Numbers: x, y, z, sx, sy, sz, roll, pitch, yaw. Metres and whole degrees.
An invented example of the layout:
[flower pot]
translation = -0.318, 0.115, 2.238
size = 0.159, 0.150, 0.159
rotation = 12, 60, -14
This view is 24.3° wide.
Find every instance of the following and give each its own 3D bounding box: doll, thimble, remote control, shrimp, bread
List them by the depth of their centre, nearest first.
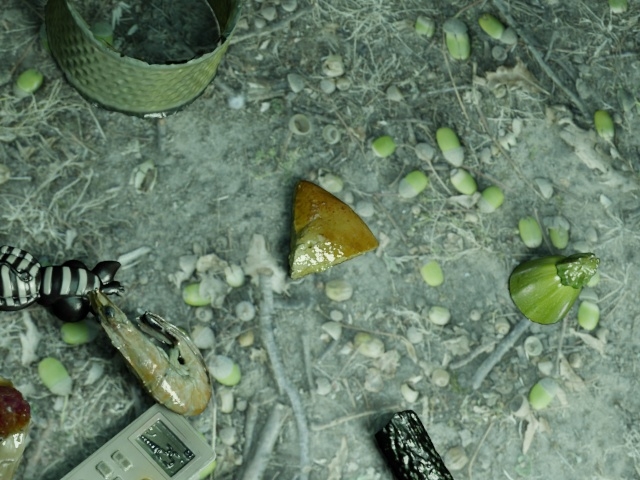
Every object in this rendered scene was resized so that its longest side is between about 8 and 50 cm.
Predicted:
[remote control]
translation = -0.280, 0.337, 1.905
size = 0.109, 0.055, 0.313
rotation = 45, 58, 11
[doll]
translation = -0.370, 0.059, 1.977
size = 0.219, 0.067, 0.091
rotation = 8, 63, -14
[shrimp]
translation = -0.223, 0.138, 1.977
size = 0.223, 0.047, 0.126
rotation = 50, 33, -13
[thimble]
translation = -0.250, -0.324, 2.122
size = 0.270, 0.150, 0.271
rotation = 7, 67, -16
[bread]
translation = 0.022, -0.007, 2.142
size = 0.136, 0.054, 0.154
rotation = 13, 68, -16

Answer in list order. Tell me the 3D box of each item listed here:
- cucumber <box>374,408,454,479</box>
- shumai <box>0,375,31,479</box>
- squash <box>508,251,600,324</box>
[cucumber]
translation = 0.173, 0.370, 2.028
size = 0.072, 0.072, 0.300
rotation = -27, 79, -26
[shumai]
translation = -0.457, 0.255, 1.800
size = 0.184, 0.185, 0.218
rotation = 31, 63, -5
[squash]
translation = 0.350, 0.055, 2.179
size = 0.105, 0.132, 0.105
rotation = 8, 66, -18
